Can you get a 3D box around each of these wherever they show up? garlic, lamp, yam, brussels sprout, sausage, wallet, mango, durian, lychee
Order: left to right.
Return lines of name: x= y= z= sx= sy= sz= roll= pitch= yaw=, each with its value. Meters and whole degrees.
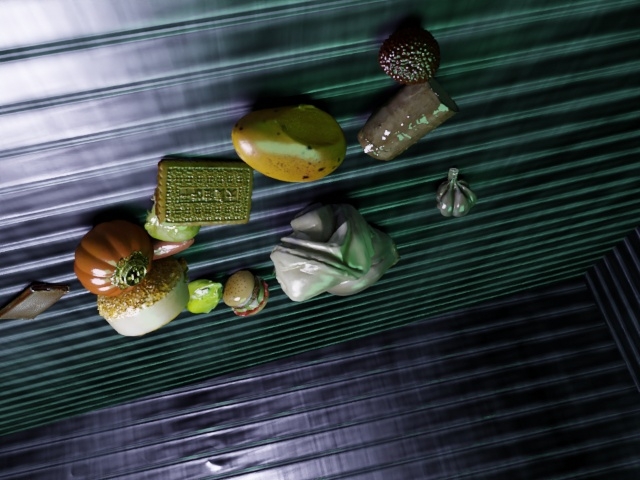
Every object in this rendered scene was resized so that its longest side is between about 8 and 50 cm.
wallet: x=-0.940 y=0.200 z=1.859 sx=0.243 sy=0.039 sz=0.133 roll=-32 pitch=159 yaw=30
lamp: x=-0.568 y=0.048 z=1.575 sx=0.223 sy=0.196 sz=0.223 roll=-40 pitch=148 yaw=-31
sausage: x=-0.471 y=0.014 z=1.715 sx=0.194 sy=0.077 sz=0.077 roll=-19 pitch=156 yaw=1
brussels sprout: x=-0.388 y=-0.069 z=1.530 sx=0.145 sy=0.131 sz=0.183 roll=15 pitch=146 yaw=-14
durian: x=-0.440 y=0.204 z=2.115 sx=0.139 sy=0.101 sz=0.250 roll=-7 pitch=153 yaw=-20
mango: x=-0.081 y=-0.228 z=1.351 sx=0.290 sy=0.160 sz=0.191 roll=5 pitch=157 yaw=-33
garlic: x=0.095 y=0.065 z=2.132 sx=0.340 sy=0.231 sz=0.246 roll=-14 pitch=-154 yaw=35
yam: x=0.212 y=-0.301 z=1.410 sx=0.128 sy=0.129 sz=0.238 roll=8 pitch=145 yaw=-43
lychee: x=0.188 y=-0.390 z=1.211 sx=0.129 sy=0.123 sz=0.123 roll=-12 pitch=157 yaw=7
garlic: x=0.455 y=-0.163 z=1.906 sx=0.131 sy=0.127 sz=0.194 roll=-10 pitch=136 yaw=-7

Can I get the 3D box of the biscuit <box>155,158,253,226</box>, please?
biscuit: x=-0.293 y=-0.120 z=1.460 sx=0.254 sy=0.029 sz=0.172 roll=-3 pitch=109 yaw=-30

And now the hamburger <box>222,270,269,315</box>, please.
hamburger: x=-0.286 y=0.191 z=2.124 sx=0.175 sy=0.175 sz=0.137 roll=-26 pitch=141 yaw=19

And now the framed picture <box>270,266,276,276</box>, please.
framed picture: x=-0.096 y=0.082 z=2.185 sx=0.150 sy=0.015 sz=0.203 roll=-6 pitch=154 yaw=-24

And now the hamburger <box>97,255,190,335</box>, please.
hamburger: x=-0.544 y=0.156 z=1.756 sx=0.276 sy=0.294 sz=0.179 roll=-11 pitch=114 yaw=20

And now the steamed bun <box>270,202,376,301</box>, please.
steamed bun: x=0.000 y=0.000 z=1.801 sx=0.347 sy=0.237 sz=0.394 roll=-3 pitch=-155 yaw=41
